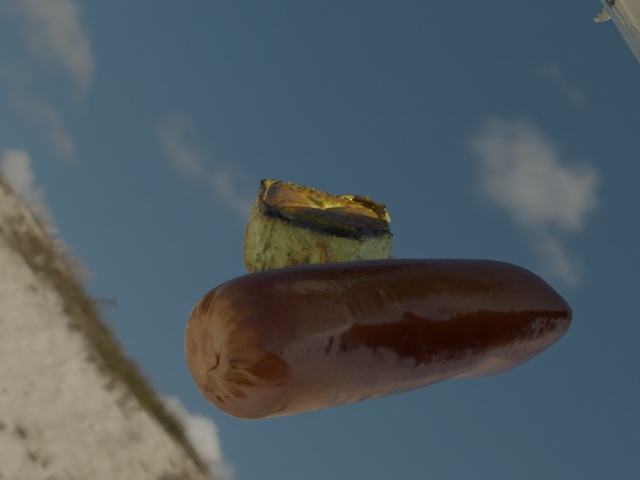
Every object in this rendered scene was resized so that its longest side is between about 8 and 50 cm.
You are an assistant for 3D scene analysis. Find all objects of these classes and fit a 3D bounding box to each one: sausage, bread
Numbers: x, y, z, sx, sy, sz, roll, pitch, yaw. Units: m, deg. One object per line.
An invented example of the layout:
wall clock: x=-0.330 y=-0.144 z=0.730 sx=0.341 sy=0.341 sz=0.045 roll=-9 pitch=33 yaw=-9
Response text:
sausage: x=0.043 y=0.050 z=0.941 sx=0.089 sy=0.300 sz=0.083 roll=-39 pitch=-113 yaw=38
bread: x=0.000 y=0.000 z=1.338 sx=0.140 sy=0.128 sz=0.069 roll=-98 pitch=-160 yaw=-73

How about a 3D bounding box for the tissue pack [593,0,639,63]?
tissue pack: x=0.288 y=-0.203 z=1.033 sx=0.159 sy=0.229 sz=0.145 roll=59 pitch=4 yaw=3
